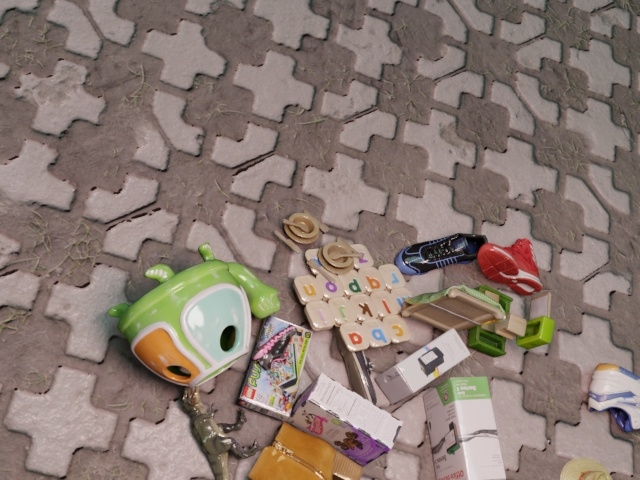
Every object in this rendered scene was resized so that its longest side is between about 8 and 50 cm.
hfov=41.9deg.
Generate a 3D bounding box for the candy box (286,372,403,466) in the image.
[{"bbox_3d":[0.046,0.372,1.722,0.196,0.165,0.070,31,58,-2],"label":"candy box"}]

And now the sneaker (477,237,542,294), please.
[{"bbox_3d":[0.459,0.038,2.060,0.221,0.087,0.128,37,42,-35],"label":"sneaker"}]

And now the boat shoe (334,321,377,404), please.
[{"bbox_3d":[0.093,0.269,1.841,0.065,0.075,0.206,-10,64,-22],"label":"boat shoe"}]

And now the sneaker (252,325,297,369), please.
[{"bbox_3d":[-0.088,0.229,1.769,0.119,0.047,0.057,-39,91,-29],"label":"sneaker"}]

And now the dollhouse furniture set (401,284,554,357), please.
[{"bbox_3d":[0.355,0.131,1.892,0.301,0.197,0.151,24,61,-22],"label":"dollhouse furniture set"}]

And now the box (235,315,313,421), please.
[{"bbox_3d":[-0.096,0.270,1.787,0.114,0.036,0.207,21,56,-8],"label":"box"}]

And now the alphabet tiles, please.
[{"bbox_3d":[0.081,0.126,1.899,0.284,0.021,0.278,-6,53,-31],"label":"alphabet tiles"}]

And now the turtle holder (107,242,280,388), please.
[{"bbox_3d":[-0.247,0.162,1.704,0.227,0.243,0.320,55,18,9],"label":"turtle holder"}]

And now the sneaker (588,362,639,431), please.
[{"bbox_3d":[0.770,0.409,2.006,0.296,0.112,0.131,26,77,-4],"label":"sneaker"}]

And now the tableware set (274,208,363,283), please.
[{"bbox_3d":[0.000,0.000,1.929,0.194,0.039,0.128,40,47,12],"label":"tableware set"}]

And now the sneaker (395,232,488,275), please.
[{"bbox_3d":[0.294,0.024,2.017,0.232,0.090,0.081,-11,70,-24],"label":"sneaker"}]

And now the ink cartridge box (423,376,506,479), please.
[{"bbox_3d":[0.305,0.419,1.792,0.092,0.160,0.219,1,65,-17],"label":"ink cartridge box"}]

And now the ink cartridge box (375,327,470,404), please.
[{"bbox_3d":[0.224,0.280,1.850,0.175,0.127,0.072,-28,80,-27],"label":"ink cartridge box"}]

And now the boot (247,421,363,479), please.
[{"bbox_3d":[-0.052,0.519,1.655,0.211,0.104,0.295,25,48,1],"label":"boot"}]

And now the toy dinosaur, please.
[{"bbox_3d":[-0.193,0.404,1.689,0.118,0.064,0.268,-17,75,-21],"label":"toy dinosaur"}]

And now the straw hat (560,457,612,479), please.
[{"bbox_3d":[0.621,0.552,1.895,0.144,0.061,0.145,8,64,-16],"label":"straw hat"}]
